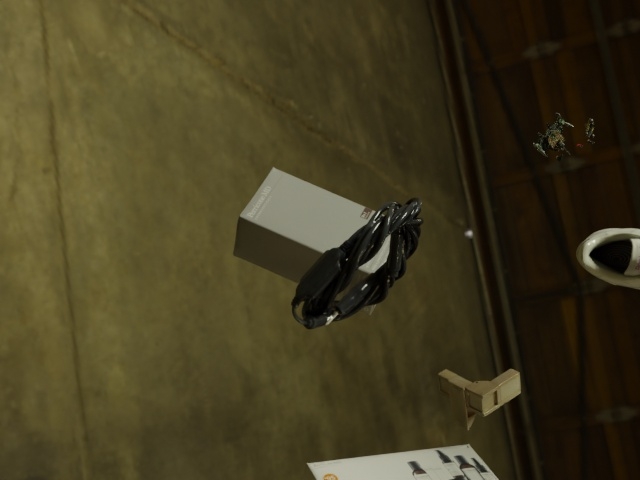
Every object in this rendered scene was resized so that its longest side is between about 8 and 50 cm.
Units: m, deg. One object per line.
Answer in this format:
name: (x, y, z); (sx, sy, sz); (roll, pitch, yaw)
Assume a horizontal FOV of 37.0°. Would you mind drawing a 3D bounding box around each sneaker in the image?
sneaker: (0.537, 0.044, 1.444); (0.152, 0.305, 0.114); (2, 93, -63)

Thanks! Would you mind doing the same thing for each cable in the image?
cable: (0.055, 0.029, 1.039); (0.047, 0.184, 0.150); (48, 15, 28)

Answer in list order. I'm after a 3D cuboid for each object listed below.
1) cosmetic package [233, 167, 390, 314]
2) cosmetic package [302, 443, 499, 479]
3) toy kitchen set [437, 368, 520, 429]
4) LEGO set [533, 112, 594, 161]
cosmetic package: (0.000, 0.000, 1.451); (0.107, 0.238, 0.127); (109, 7, -49)
cosmetic package: (0.102, 0.310, 1.170); (0.099, 0.239, 0.060); (46, -50, 54)
toy kitchen set: (0.215, 0.209, 1.293); (0.075, 0.083, 0.068); (-25, 119, -31)
LEGO set: (0.275, -0.118, 1.095); (0.023, 0.083, 0.054); (34, -64, 60)
